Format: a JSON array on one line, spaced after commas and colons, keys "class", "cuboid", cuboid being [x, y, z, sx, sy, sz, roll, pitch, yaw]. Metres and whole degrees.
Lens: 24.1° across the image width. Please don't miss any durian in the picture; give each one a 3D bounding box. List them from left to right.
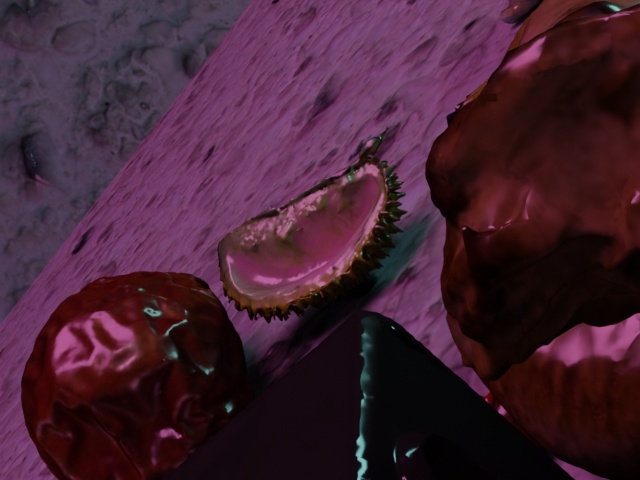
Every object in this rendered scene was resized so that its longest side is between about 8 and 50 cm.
[{"class": "durian", "cuboid": [0.007, 0.005, 1.397, 0.221, 0.095, 0.137, -36, 56, 32]}]

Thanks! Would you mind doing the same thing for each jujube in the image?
[{"class": "jujube", "cuboid": [-0.159, 0.121, 1.395, 0.216, 0.216, 0.342, -47, 3, 7]}]

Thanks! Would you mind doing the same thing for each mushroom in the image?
[{"class": "mushroom", "cuboid": [0.169, -0.044, 0.669, 0.331, 0.356, 0.334, -48, 33, 44]}]

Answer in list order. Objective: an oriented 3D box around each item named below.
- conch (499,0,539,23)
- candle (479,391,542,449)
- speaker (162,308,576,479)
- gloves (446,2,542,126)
[{"class": "conch", "cuboid": [0.222, -0.304, 1.517, 0.153, 0.102, 0.135, -34, 8, 44]}, {"class": "candle", "cuboid": [0.060, 0.192, 0.900, 0.301, 0.059, 0.084, -57, 9, -24]}, {"class": "speaker", "cuboid": [0.030, 0.204, 0.605, 0.232, 0.254, 0.184, -43, 18, 23]}, {"class": "gloves", "cuboid": [0.234, -0.132, 0.996, 0.356, 0.155, 0.203, -46, 6, 31]}]
